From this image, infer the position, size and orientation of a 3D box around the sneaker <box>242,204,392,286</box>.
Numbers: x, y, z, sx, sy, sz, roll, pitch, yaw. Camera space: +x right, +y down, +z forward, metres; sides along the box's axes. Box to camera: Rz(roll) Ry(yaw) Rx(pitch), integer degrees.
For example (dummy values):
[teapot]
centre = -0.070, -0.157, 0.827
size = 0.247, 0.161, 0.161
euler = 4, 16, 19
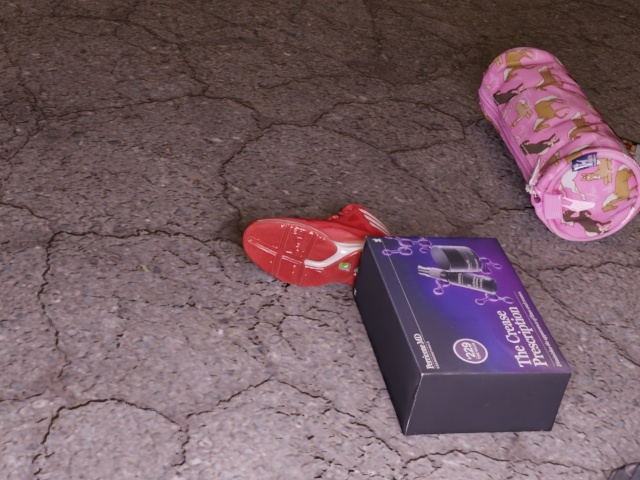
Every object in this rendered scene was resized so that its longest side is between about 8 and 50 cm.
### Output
[sneaker]
centre = 0.000, 0.000, 1.439
size = 0.221, 0.087, 0.128
euler = 16, 24, -15

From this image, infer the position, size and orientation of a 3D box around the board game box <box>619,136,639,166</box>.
[board game box]
centre = 0.560, -0.114, 1.801
size = 0.260, 0.030, 0.136
euler = 19, 37, 12

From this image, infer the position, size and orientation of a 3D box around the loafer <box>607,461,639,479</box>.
[loafer]
centre = 0.305, 0.294, 1.114
size = 0.061, 0.062, 0.170
euler = -12, 20, 45

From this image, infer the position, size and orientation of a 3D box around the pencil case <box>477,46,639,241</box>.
[pencil case]
centre = 0.370, -0.163, 1.705
size = 0.167, 0.160, 0.386
euler = 36, 23, -29

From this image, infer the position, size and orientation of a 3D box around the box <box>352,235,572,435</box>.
[box]
centre = 0.161, 0.107, 1.296
size = 0.184, 0.103, 0.261
euler = -1, 36, -14
